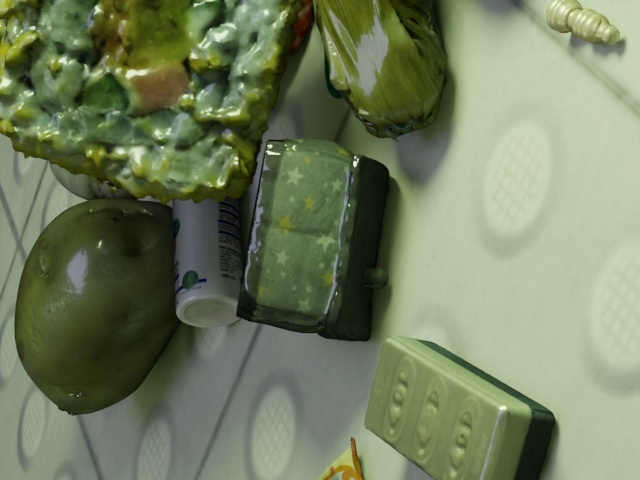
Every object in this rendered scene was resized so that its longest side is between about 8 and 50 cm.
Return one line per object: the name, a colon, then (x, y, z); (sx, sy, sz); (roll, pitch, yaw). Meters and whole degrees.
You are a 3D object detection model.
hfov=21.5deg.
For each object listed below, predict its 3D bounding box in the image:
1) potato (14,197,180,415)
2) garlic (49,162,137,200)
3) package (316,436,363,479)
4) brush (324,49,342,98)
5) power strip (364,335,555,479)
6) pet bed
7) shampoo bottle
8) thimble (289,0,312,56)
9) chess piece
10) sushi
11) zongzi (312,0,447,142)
potato: (-0.307, 0.081, 2.333); (0.326, 0.221, 0.243); (-59, 42, 40)
garlic: (-0.275, -0.134, 2.424); (0.253, 0.245, 0.245); (77, -178, -53)
package: (0.020, 0.290, 1.820); (0.120, 0.031, 0.108); (-55, 35, 38)
brush: (0.027, -0.263, 2.020); (0.032, 0.043, 0.193); (-18, 64, 42)
power strip: (0.124, 0.172, 1.620); (0.257, 0.070, 0.105); (29, 105, 63)
pet bed: (0.000, 0.000, 1.858); (0.183, 0.159, 0.211); (117, 163, -84)
shampoo bottle: (-0.151, -0.039, 2.218); (0.092, 0.092, 0.303); (-43, 44, 49)
thimble: (-0.196, -0.349, 2.147); (0.350, 0.350, 0.230); (-67, 24, 23)
chess piece: (0.249, -0.201, 1.566); (0.092, 0.035, 0.035); (39, 115, 56)
sushi: (-0.204, -0.251, 1.895); (0.240, 0.351, 0.396); (-90, 16, -78)
zongzi: (0.044, -0.258, 1.755); (0.274, 0.125, 0.250); (59, -163, -59)
